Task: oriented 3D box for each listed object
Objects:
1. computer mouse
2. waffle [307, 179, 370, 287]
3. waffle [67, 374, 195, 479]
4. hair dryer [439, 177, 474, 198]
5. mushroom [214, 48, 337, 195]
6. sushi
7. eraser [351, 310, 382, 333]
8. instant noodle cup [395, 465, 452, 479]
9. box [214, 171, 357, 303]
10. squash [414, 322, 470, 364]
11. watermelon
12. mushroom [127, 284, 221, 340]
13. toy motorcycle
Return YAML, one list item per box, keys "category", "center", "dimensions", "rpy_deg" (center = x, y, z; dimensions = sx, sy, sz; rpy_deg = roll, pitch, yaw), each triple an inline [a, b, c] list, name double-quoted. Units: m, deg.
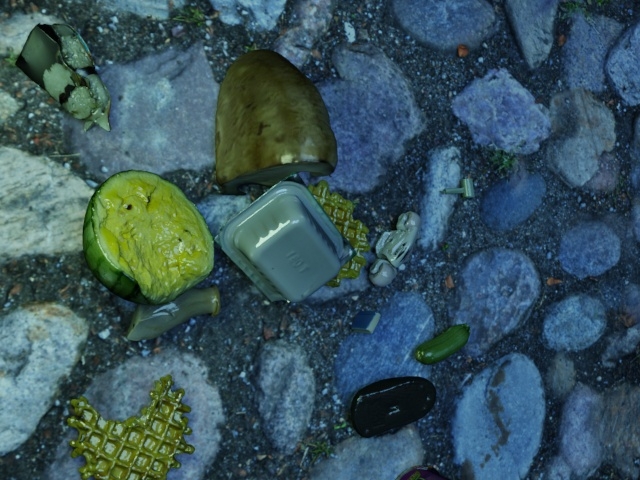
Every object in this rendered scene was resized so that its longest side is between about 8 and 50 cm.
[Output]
- category: "computer mouse"
  center: [0.197, 0.461, 2.078]
  dimensions: [0.270, 0.086, 0.137]
  rpy_deg: [-13, 97, -21]
- category: "waffle"
  center: [-0.002, 0.000, 2.027]
  dimensions: [0.307, 0.060, 0.312]
  rpy_deg: [-47, 106, -24]
- category: "waffle"
  center: [-0.436, 0.466, 1.723]
  dimensions: [0.293, 0.069, 0.259]
  rpy_deg: [-13, 91, -29]
- category: "hair dryer"
  center: [0.427, -0.162, 2.309]
  dimensions: [0.124, 0.038, 0.063]
  rpy_deg: [-5, 86, -23]
- category: "mushroom"
  center: [-0.116, -0.336, 1.870]
  dimensions: [0.224, 0.314, 0.397]
  rpy_deg: [5, 77, -34]
- category: "sushi"
  center: [-0.562, -0.380, 1.716]
  dimensions: [0.273, 0.134, 0.109]
  rpy_deg: [46, 38, -11]
- category: "eraser"
  center: [0.128, 0.229, 2.062]
  dimensions: [0.027, 0.085, 0.063]
  rpy_deg: [40, 68, -22]
- category: "instant noodle cup"
  center: [0.333, 0.776, 2.063]
  dimensions: [0.251, 0.190, 0.251]
  rpy_deg: [4, 83, -30]
- category: "box"
  center: [-0.069, 0.031, 1.835]
  dimensions: [0.264, 0.106, 0.336]
  rpy_deg: [-38, 132, 1]
- category: "squash"
  center: [0.371, 0.314, 2.203]
  dimensions: [0.219, 0.068, 0.077]
  rpy_deg: [-27, 93, -30]
- category: "watermelon"
  center: [-0.427, 0.012, 1.697]
  dimensions: [0.331, 0.189, 0.330]
  rpy_deg: [37, 33, -29]
- category: "mushroom"
  center: [-0.357, 0.165, 1.783]
  dimensions: [0.247, 0.096, 0.108]
  rpy_deg: [-17, 86, -32]
- category: "toy motorcycle"
  center: [0.226, 0.023, 2.126]
  dimensions: [0.112, 0.112, 0.254]
  rpy_deg: [39, 69, -21]
